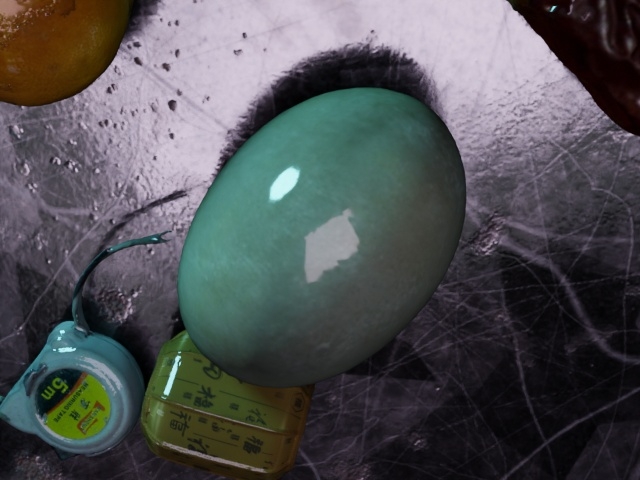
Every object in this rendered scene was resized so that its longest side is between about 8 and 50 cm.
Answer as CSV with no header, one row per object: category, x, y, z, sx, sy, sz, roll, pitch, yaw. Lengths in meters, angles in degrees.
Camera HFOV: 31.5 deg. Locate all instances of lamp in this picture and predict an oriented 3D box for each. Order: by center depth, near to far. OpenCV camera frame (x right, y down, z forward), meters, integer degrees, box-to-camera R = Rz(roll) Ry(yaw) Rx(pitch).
lamp,-0.105,0.190,1.304,0.185,0.161,0.161,13,110,-1

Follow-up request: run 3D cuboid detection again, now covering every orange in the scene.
orange,-0.295,-0.249,1.108,0.240,0.240,0.240,1,110,2

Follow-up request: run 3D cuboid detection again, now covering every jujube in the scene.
jujube,0.291,-0.255,1.106,0.216,0.216,0.342,-35,107,13

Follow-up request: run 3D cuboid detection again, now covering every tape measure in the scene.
tape measure,-0.235,0.116,1.316,0.164,0.084,0.330,38,108,-13

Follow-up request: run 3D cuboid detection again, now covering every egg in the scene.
egg,0.000,0.000,1.177,0.258,0.258,0.352,37,112,-11
